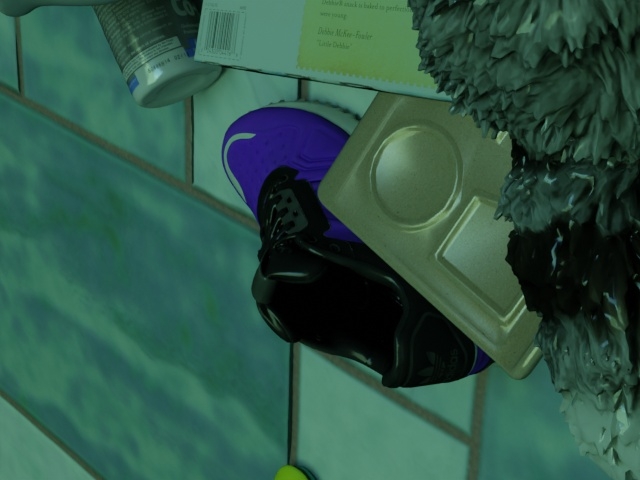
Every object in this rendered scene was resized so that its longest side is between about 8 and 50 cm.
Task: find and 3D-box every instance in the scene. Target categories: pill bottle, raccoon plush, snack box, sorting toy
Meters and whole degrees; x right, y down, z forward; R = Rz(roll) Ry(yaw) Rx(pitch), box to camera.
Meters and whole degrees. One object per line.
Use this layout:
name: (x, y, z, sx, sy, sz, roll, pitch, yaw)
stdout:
pill bottle: (-0.141, -0.184, 1.031, 0.078, 0.078, 0.137, -35, 77, 52)
raccoon plush: (0.103, -0.107, 0.477, 0.216, 0.299, 0.446, -21, 86, 23)
snack box: (0.053, -0.180, 0.756, 0.322, 0.060, 0.187, 17, 100, 46)
sorting toy: (0.110, -0.050, 0.763, 0.208, 0.038, 0.193, 45, 110, 35)

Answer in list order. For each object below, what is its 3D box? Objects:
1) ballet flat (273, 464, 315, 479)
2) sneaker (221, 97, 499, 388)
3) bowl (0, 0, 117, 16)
ballet flat: (-0.020, 0.312, 1.089, 0.077, 0.077, 0.231, 1, 105, 52)
sneaker: (0.000, -0.001, 0.873, 0.293, 0.146, 0.102, 39, 134, 34)
bowl: (-0.130, -0.288, 0.878, 0.134, 0.298, 0.297, 13, 125, -1)
